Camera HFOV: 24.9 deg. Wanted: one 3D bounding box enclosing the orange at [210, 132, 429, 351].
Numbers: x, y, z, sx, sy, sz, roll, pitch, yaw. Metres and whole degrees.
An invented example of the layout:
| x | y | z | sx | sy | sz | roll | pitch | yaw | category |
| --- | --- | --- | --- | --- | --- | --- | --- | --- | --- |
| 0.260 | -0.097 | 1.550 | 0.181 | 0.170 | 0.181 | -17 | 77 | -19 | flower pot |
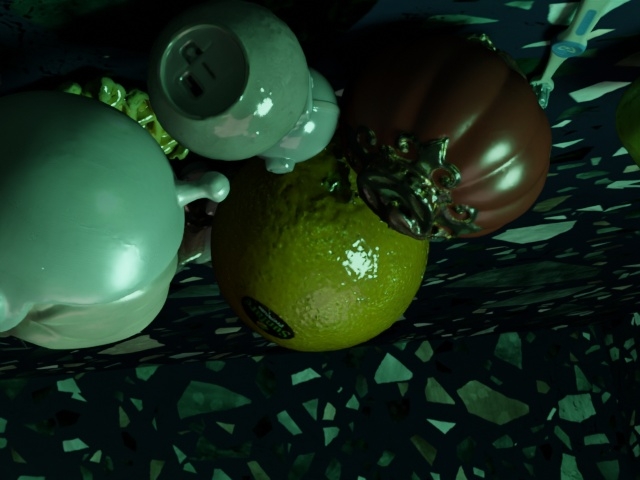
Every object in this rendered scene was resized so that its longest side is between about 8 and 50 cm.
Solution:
| x | y | z | sx | sy | sz | roll | pitch | yaw | category |
| --- | --- | --- | --- | --- | --- | --- | --- | --- | --- |
| 0.000 | 0.000 | 1.731 | 0.274 | 0.274 | 0.274 | -9 | 168 | -2 | orange |

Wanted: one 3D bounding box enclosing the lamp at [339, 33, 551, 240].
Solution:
| x | y | z | sx | sy | sz | roll | pitch | yaw | category |
| --- | --- | --- | --- | --- | --- | --- | --- | --- | --- |
| 0.121 | -0.100 | 1.460 | 0.227 | 0.227 | 0.227 | -9 | 168 | -2 | lamp |

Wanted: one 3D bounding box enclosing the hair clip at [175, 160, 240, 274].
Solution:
| x | y | z | sx | sy | sz | roll | pitch | yaw | category |
| --- | --- | --- | --- | --- | --- | --- | --- | --- | --- |
| -0.164 | -0.021 | 1.871 | 0.146 | 0.075 | 0.257 | -30 | 168 | -19 | hair clip |

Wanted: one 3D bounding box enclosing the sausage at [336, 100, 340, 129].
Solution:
| x | y | z | sx | sy | sz | roll | pitch | yaw | category |
| --- | --- | --- | --- | --- | --- | --- | --- | --- | --- |
| -0.045 | -0.133 | 1.542 | 0.169 | 0.065 | 0.065 | 2 | 163 | -42 | sausage |

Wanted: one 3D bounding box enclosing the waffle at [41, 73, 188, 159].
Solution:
| x | y | z | sx | sy | sz | roll | pitch | yaw | category |
| --- | --- | --- | --- | --- | --- | --- | --- | --- | --- |
| -0.238 | -0.113 | 1.500 | 0.214 | 0.054 | 0.208 | -13 | 165 | 28 | waffle |

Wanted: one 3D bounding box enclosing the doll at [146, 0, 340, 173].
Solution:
| x | y | z | sx | sy | sz | roll | pitch | yaw | category |
| --- | --- | --- | --- | --- | --- | --- | --- | --- | --- |
| -0.057 | -0.135 | 1.355 | 0.151 | 0.151 | 0.287 | -13 | 172 | 15 | doll |

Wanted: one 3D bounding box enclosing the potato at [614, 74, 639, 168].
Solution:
| x | y | z | sx | sy | sz | roll | pitch | yaw | category |
| --- | --- | --- | --- | --- | --- | --- | --- | --- | --- |
| 0.479 | -0.145 | 1.570 | 0.304 | 0.216 | 0.216 | -6 | 171 | 31 | potato |

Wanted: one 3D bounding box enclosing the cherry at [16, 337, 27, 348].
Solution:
| x | y | z | sx | sy | sz | roll | pitch | yaw | category |
| --- | --- | --- | --- | --- | --- | --- | --- | --- | --- |
| -0.476 | 0.042 | 1.710 | 0.266 | 0.184 | 0.213 | 25 | 177 | -29 | cherry |

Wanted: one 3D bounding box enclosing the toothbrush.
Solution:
| x | y | z | sx | sy | sz | roll | pitch | yaw | category |
| --- | --- | --- | --- | --- | --- | --- | --- | --- | --- |
| 0.261 | -0.211 | 1.509 | 0.040 | 0.040 | 0.386 | -8 | 165 | -7 | toothbrush |

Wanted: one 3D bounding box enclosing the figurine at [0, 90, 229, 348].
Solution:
| x | y | z | sx | sy | sz | roll | pitch | yaw | category |
| --- | --- | --- | --- | --- | --- | --- | --- | --- | --- |
| -0.281 | -0.034 | 1.242 | 0.361 | 0.253 | 0.211 | 23 | 142 | -25 | figurine |
